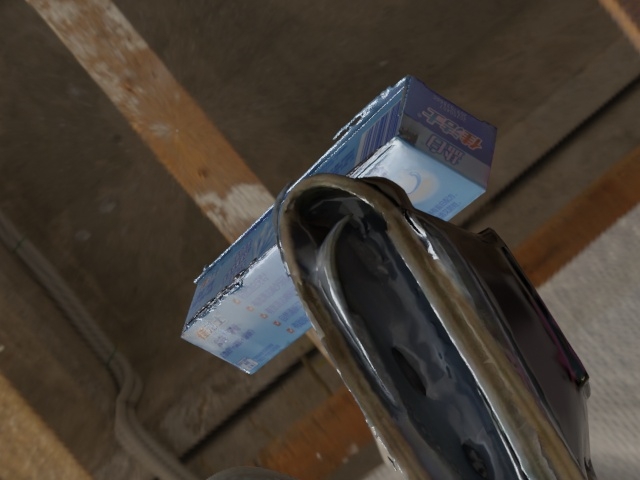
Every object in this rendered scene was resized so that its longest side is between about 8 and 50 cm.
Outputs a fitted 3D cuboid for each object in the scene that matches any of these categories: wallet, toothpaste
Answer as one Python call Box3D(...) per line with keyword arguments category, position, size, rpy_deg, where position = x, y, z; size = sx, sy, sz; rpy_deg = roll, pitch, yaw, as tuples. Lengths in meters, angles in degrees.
Box3D(category="wallet", position=(0.064, 0.062, 0.458), size=(0.069, 0.231, 0.170), rpy_deg=(-29, -103, 8))
Box3D(category="toothpaste", position=(0.000, 0.000, 0.786), size=(0.066, 0.272, 0.053), rpy_deg=(28, -129, -18))

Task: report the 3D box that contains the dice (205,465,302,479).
Box3D(category="dice", position=(-0.030, 0.303, 1.007), size=(0.192, 0.193, 0.194), rpy_deg=(20, -117, 22))
